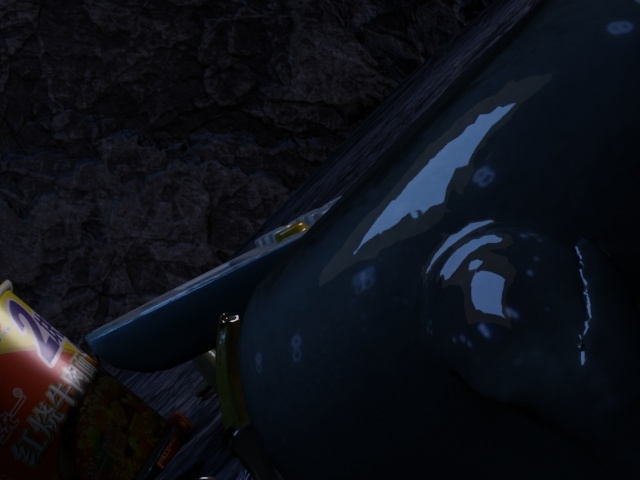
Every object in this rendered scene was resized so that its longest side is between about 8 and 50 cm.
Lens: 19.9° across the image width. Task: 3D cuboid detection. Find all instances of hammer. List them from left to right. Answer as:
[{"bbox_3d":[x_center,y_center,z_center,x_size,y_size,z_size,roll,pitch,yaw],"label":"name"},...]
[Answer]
[{"bbox_3d":[-0.111,0.126,1.689,0.028,0.060,0.195,-45,0,-14],"label":"hammer"}]

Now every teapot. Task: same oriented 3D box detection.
[{"bbox_3d":[0.070,0.015,0.542,0.193,0.129,0.294,-43,2,8],"label":"teapot"}]

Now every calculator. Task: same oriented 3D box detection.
[{"bbox_3d":[0.000,0.000,1.406,0.386,0.054,0.256,-31,2,-8],"label":"calculator"}]

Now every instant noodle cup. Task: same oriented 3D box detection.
[{"bbox_3d":[-0.224,0.163,1.371,0.213,0.174,0.213,-56,3,4],"label":"instant noodle cup"}]

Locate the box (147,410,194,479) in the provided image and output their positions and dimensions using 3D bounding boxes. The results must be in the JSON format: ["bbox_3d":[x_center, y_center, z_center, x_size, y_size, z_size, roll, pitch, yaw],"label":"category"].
[{"bbox_3d":[-0.147,0.188,1.596,0.051,0.023,0.082,-41,5,27],"label":"box"}]

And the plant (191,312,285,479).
[{"bbox_3d":[-0.018,0.090,0.712,0.104,0.122,0.116,-26,8,39],"label":"plant"}]

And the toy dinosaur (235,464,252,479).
[{"bbox_3d":[-0.055,0.149,0.953,0.082,0.039,0.209,-38,17,30],"label":"toy dinosaur"}]
